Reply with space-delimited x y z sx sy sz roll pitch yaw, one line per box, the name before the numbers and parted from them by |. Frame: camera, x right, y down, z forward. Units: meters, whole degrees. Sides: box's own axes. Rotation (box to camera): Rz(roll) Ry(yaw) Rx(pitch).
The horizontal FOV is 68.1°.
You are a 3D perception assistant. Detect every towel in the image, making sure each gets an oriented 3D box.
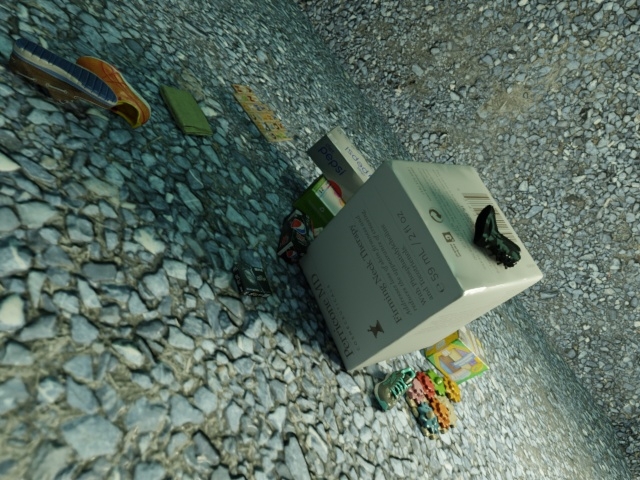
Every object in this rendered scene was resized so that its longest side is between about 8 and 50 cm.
towel | -0.342 -0.327 1.205 0.148 0.027 0.110 59 26 11

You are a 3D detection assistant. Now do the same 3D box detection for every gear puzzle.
gear puzzle | 0.343 0.448 1.351 0.338 0.044 0.176 13 45 -55

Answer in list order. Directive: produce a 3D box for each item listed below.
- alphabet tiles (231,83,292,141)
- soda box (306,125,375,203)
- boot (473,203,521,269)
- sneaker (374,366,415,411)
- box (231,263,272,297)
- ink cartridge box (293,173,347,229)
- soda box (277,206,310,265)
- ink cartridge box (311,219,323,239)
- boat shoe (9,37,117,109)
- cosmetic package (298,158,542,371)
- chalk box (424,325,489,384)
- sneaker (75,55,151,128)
alphabet tiles | -0.204 -0.434 1.610 0.237 0.009 0.198 54 25 1
soda box | 0.092 -0.191 1.410 0.286 0.098 0.091 51 38 -8
boot | 0.369 -0.007 0.980 0.099 0.045 0.121 33 50 -8
sneaker | 0.186 0.355 1.162 0.065 0.076 0.166 53 25 4
box | -0.146 0.087 1.008 0.083 0.018 0.067 17 43 -51
ink cartridge box | 0.062 -0.079 1.458 0.255 0.097 0.189 47 38 -10
soda box | -0.067 -0.014 1.229 0.053 0.060 0.169 38 28 -22
ink cartridge box | 0.000 0.000 1.300 0.063 0.029 0.115 -98 176 -46
boat shoe | -0.474 -0.294 0.880 0.183 0.066 0.066 30 30 -30
cosmetic package | 0.219 0.062 1.138 0.327 0.394 0.330 -5 59 -40
chalk box | 0.449 0.368 1.544 0.213 0.132 0.132 45 25 -19
sneaker | -0.433 -0.311 0.986 0.175 0.064 0.067 41 37 -17
